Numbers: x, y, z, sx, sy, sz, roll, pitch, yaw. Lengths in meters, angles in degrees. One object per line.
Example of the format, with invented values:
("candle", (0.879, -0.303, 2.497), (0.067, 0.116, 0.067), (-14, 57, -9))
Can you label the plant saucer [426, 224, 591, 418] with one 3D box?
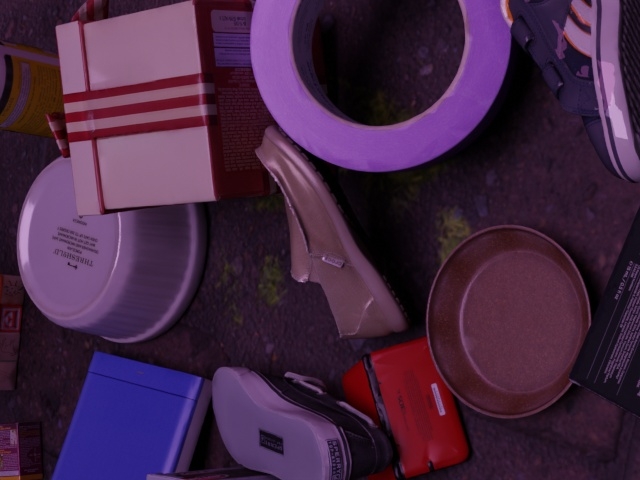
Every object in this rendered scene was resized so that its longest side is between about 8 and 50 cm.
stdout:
("plant saucer", (0.199, 0.084, 1.340), (0.198, 0.036, 0.199), (-5, 82, 40))

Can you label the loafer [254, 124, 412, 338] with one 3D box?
("loafer", (0.000, 0.000, 1.406), (0.092, 0.102, 0.269), (-31, 96, 9))

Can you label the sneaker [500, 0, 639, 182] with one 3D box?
("sneaker", (0.257, -0.195, 1.260), (0.127, 0.126, 0.321), (-17, 64, 34))

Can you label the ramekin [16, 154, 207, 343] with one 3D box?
("ramekin", (-0.285, -0.001, 1.700), (0.272, 0.127, 0.273), (-5, 83, 40))

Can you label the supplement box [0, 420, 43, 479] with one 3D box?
("supplement box", (-0.432, 0.302, 1.853), (0.055, 0.043, 0.083), (-10, 81, 40))

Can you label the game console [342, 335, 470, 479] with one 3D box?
("game console", (0.092, 0.195, 1.437), (0.124, 0.085, 0.144), (-18, 73, 6))

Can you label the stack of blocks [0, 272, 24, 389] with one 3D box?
("stack of blocks", (-0.567, 0.123, 1.818), (0.087, 0.297, 0.171), (5, 88, 40))

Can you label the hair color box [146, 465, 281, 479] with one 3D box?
("hair color box", (-0.103, 0.451, 1.466), (0.113, 0.185, 0.375), (0, 86, 41))

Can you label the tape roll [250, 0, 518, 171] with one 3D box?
("tape roll", (0.068, -0.209, 1.368), (0.274, 0.090, 0.275), (1, 93, 14))

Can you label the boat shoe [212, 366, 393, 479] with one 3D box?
("boat shoe", (-0.026, 0.205, 1.475), (0.306, 0.105, 0.113), (5, 99, 61))

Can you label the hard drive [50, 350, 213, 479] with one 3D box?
("hard drive", (-0.264, 0.313, 1.657), (0.210, 0.040, 0.319), (8, 76, 41))

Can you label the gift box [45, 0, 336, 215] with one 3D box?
("gift box", (-0.150, -0.174, 1.526), (0.258, 0.255, 0.276), (-5, 89, 38))

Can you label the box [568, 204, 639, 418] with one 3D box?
("box", (0.365, 0.048, 1.159), (0.184, 0.103, 0.261), (30, 105, 41))

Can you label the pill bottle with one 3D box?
("pill bottle", (-0.390, -0.202, 1.754), (0.119, 0.208, 0.119), (-5, 82, 40))
